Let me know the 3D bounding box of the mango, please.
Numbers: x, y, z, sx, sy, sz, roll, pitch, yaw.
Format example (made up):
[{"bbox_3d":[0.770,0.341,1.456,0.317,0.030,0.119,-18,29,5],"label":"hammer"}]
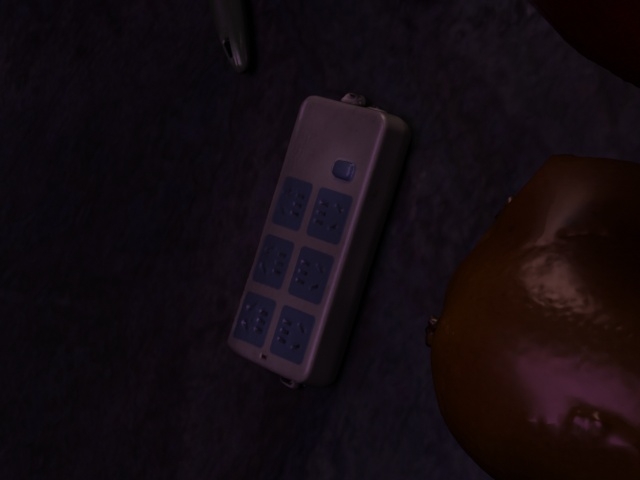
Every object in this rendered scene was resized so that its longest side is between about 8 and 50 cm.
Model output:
[{"bbox_3d":[0.160,0.069,0.795,0.236,0.166,0.136,13,132,28],"label":"mango"}]

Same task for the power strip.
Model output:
[{"bbox_3d":[0.000,0.000,1.064,0.081,0.035,0.192,20,94,48],"label":"power strip"}]

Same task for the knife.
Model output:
[{"bbox_3d":[-0.087,-0.239,1.238,0.043,0.019,0.293,-36,54,36],"label":"knife"}]

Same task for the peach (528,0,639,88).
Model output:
[{"bbox_3d":[0.247,-0.163,0.734,0.361,0.201,0.258,-2,33,34],"label":"peach"}]
